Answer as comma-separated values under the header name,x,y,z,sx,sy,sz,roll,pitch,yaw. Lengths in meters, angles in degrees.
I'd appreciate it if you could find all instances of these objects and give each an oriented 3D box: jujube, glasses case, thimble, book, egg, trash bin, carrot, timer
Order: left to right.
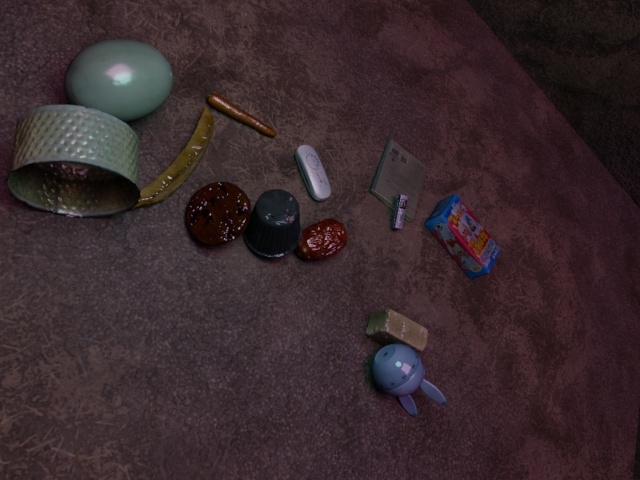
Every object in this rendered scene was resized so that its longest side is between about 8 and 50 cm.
name,x,y,z,sx,sy,sz,roll,pitch,yaw
thimble,-0.547,-0.171,1.075,0.270,0.270,0.150,6,66,-31
egg,-0.516,-0.413,1.223,0.282,0.203,0.203,-33,92,-33
carrot,-0.246,-0.393,1.495,0.247,0.043,0.043,26,60,-25
trash bin,-0.127,-0.060,1.341,0.175,0.161,0.176,6,62,-11
glasses case,-0.025,-0.226,1.572,0.076,0.049,0.197,-17,82,-36
jujube,0.000,0.000,1.475,0.176,0.109,0.112,-24,50,-29
book,0.306,-0.237,1.810,0.214,0.025,0.283,35,56,-17
timer,0.267,0.421,1.470,0.255,0.175,0.175,40,54,-36

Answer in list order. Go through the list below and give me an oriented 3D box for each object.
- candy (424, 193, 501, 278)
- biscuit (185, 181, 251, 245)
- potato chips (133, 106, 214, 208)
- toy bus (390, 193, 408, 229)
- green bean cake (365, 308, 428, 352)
name,x,y,z,sx,sy,sz,roll,pitch,yaw
candy,0.562,-0.015,1.850,0.306,0.100,0.157,49,53,-10
biscuit,-0.283,-0.074,1.302,0.191,0.049,0.192,-1,65,3
potato chips,-0.394,-0.218,1.321,0.080,0.057,0.407,30,58,-5
toy bus,0.285,-0.105,1.708,0.036,0.052,0.131,11,90,-15
green bean cake,0.246,0.296,1.517,0.179,0.109,0.085,31,58,-21
